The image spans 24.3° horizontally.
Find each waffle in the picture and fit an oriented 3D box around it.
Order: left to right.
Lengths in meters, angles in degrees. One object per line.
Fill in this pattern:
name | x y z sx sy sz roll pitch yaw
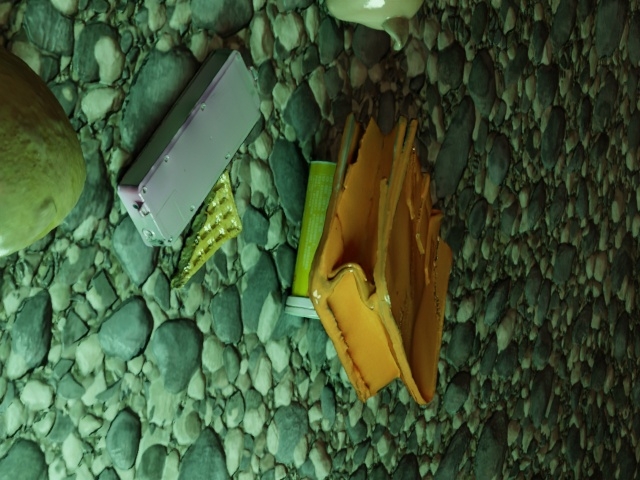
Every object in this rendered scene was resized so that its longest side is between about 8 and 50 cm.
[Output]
waffle | -0.153 -0.016 1.860 0.152 0.023 0.097 -47 133 -43

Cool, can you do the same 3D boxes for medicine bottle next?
medicine bottle | 0.000 0.000 2.072 0.074 0.074 0.218 15 82 -59

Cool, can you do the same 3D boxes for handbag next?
handbag | 0.093 0.039 2.087 0.410 0.116 0.303 67 30 -60

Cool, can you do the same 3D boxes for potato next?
potato | -0.306 -0.125 1.425 0.264 0.190 0.211 -32 123 -52

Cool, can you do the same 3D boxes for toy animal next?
toy animal | 0.057 -0.395 2.017 0.165 0.149 0.248 -54 130 -14

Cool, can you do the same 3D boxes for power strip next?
power strip | -0.155 -0.116 1.820 0.279 0.038 0.109 -59 142 -33
